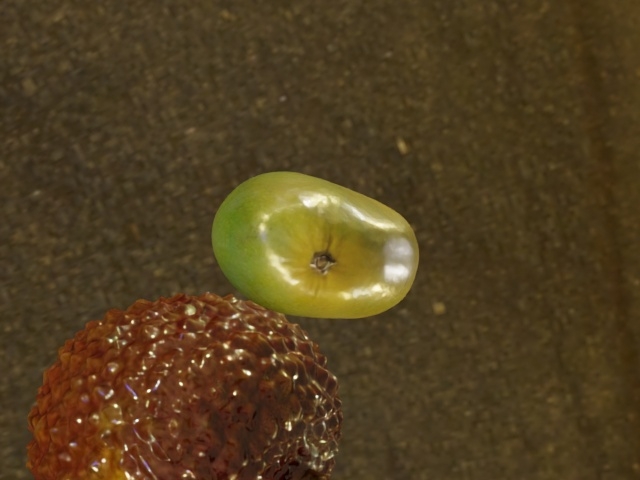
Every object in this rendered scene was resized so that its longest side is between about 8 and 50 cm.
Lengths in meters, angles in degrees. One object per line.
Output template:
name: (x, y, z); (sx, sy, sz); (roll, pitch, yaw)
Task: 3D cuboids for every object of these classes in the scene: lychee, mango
lychee: (-0.115, 0.176, 1.318); (0.276, 0.304, 0.276); (-50, 150, -43)
mango: (0.003, 0.001, 0.931); (0.191, 0.122, 0.085); (-17, 116, -71)
